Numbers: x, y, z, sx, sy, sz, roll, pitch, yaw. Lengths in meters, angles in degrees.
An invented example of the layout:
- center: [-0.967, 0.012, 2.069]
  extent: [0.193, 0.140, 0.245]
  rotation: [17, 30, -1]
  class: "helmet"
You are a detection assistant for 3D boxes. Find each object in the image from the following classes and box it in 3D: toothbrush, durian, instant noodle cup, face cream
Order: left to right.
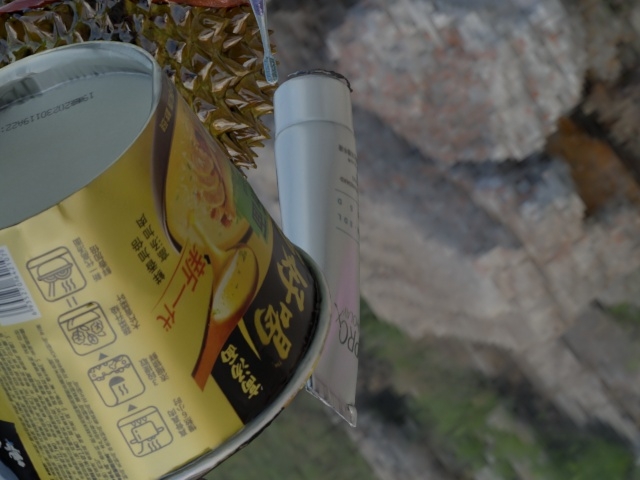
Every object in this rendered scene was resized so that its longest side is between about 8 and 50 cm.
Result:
- center: [-0.084, 0.007, 0.648]
  extent: [0.151, 0.151, 0.122]
  rotation: [32, 154, 48]
  class: "instant noodle cup"
- center: [-0.216, -0.174, 1.871]
  extent: [0.347, 0.347, 0.384]
  rotation: [18, 135, 60]
  class: "durian"
- center: [-0.042, -0.163, 1.097]
  extent: [0.013, 0.011, 0.131]
  rotation: [-111, 11, -87]
  class: "toothbrush"
- center: [0.000, 0.000, 1.197]
  extent: [0.092, 0.058, 0.244]
  rotation: [45, -143, -60]
  class: "face cream"

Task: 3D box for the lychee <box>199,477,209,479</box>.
- center: [-0.201, 0.262, 0.887]
  extent: [0.424, 0.424, 0.500]
  rotation: [40, 164, 38]
  class: "lychee"
